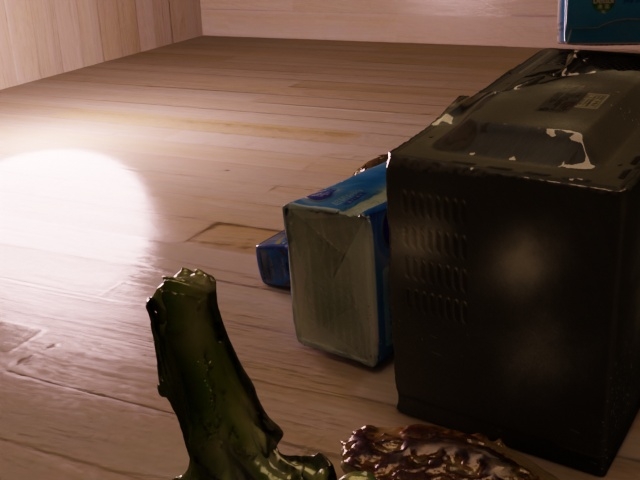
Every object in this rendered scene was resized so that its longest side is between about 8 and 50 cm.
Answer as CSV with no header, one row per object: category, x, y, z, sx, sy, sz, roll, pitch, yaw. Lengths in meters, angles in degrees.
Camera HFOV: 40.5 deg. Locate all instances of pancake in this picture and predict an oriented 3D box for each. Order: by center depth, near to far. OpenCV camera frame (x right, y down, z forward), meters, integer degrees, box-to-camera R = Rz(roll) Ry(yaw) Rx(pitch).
pancake,0.117,0.254,0.741,0.266,0.057,0.244,3,30,24

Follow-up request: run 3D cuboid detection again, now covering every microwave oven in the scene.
microwave oven,0.282,-0.020,0.976,0.236,0.374,0.432,13,30,31

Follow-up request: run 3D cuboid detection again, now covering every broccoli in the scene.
broccoli,-0.058,0.170,0.638,0.198,0.275,0.177,20,27,41

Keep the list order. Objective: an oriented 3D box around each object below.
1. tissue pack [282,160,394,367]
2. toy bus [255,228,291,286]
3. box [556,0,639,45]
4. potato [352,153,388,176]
tissue pack,0.086,0.014,1.126,0.146,0.198,0.263,11,24,36
toy bus,-0.002,-0.003,1.338,0.094,0.079,0.236,9,24,30
box,0.357,-0.270,1.031,0.139,0.073,0.194,1,13,12
potato,0.173,-0.107,1.540,0.251,0.113,0.149,-13,20,-22
